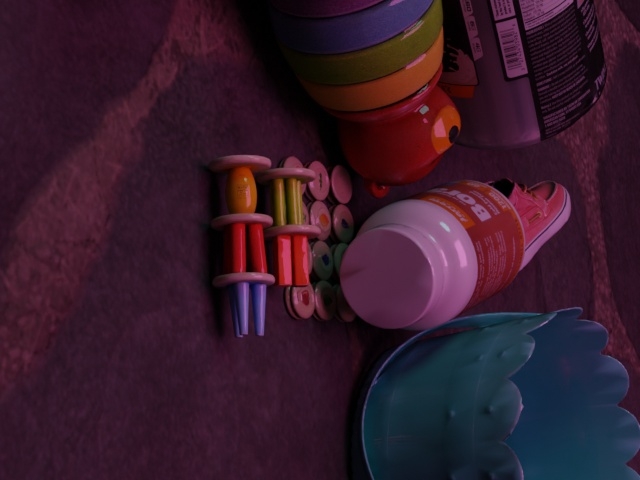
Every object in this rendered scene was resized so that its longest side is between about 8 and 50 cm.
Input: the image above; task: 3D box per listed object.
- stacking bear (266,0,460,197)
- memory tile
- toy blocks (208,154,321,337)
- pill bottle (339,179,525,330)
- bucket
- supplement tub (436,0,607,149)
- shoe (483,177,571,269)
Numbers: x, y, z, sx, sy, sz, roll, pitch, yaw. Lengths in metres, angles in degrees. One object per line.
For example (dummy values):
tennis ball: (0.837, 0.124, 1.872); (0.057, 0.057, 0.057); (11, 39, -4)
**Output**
stacking bear: (0.047, -0.175, 1.614); (0.175, 0.164, 0.289); (-55, 139, -39)
memory tile: (0.000, 0.000, 1.628); (0.113, 0.012, 0.148); (10, 74, -57)
toy blocks: (-0.045, 0.010, 1.516); (0.123, 0.054, 0.148); (13, 72, -56)
pill bottle: (0.102, 0.016, 1.666); (0.216, 0.121, 0.121); (-22, 101, -64)
bucket: (0.165, 0.204, 1.680); (0.281, 0.183, 0.281); (22, 63, -54)
supplement tub: (0.158, -0.261, 1.727); (0.193, 0.194, 0.316); (-62, 144, -44)
shoe: (0.214, -0.038, 1.927); (0.178, 0.063, 0.081); (-46, 126, -47)
